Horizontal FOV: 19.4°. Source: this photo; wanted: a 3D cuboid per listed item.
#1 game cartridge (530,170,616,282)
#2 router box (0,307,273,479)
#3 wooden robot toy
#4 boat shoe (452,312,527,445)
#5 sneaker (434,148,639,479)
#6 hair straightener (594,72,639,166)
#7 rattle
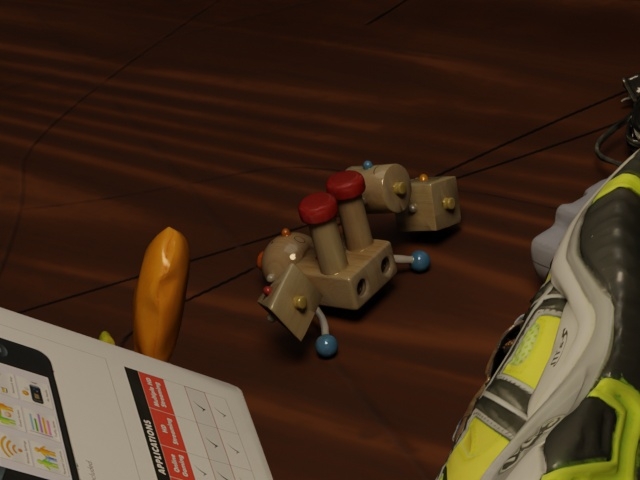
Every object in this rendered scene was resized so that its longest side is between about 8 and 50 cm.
[{"bbox_3d":[0.281,-0.022,0.986,0.294,0.060,0.196,-29,30,-30],"label":"game cartridge"},{"bbox_3d":[-0.130,0.136,0.571,0.301,0.082,0.335,22,27,-30],"label":"router box"},{"bbox_3d":[0.000,0.000,1.020,0.079,0.076,0.173,0,28,39],"label":"wooden robot toy"},{"bbox_3d":[0.111,0.069,0.858,0.066,0.066,0.183,5,32,25],"label":"boat shoe"},{"bbox_3d":[0.104,0.086,0.731,0.147,0.145,0.385,-40,6,39],"label":"sneaker"},{"bbox_3d":[0.224,-0.085,1.142,0.089,0.047,0.230,-15,27,36],"label":"hair straightener"},{"bbox_3d":[-0.153,0.060,0.891,0.199,0.143,0.130,14,55,26],"label":"rattle"}]
